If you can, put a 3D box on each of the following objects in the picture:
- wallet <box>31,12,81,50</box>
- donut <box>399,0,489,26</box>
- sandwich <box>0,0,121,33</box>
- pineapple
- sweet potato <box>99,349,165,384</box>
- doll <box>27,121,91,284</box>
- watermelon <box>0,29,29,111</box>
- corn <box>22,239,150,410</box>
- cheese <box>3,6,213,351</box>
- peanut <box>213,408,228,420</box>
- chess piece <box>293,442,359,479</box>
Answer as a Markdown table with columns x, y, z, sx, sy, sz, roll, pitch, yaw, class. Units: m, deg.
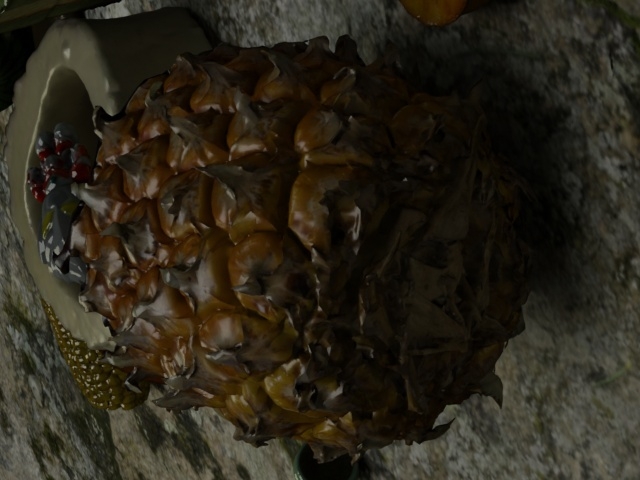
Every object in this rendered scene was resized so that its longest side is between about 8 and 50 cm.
| x | y | z | sx | sy | sz | roll | pitch | yaw | class |
| --- | --- | --- | --- | --- | --- | --- | --- | --- | --- |
| -0.301 | -0.212 | 2.218 | 0.110 | 0.031 | 0.198 | 36 | 139 | 49 | wallet |
| 0.087 | -0.238 | 1.420 | 0.152 | 0.058 | 0.152 | 44 | 146 | 41 | donut |
| -0.244 | -0.325 | 1.800 | 0.155 | 0.227 | 0.198 | -28 | 84 | 64 | sandwich |
| -0.001 | 0.003 | 1.487 | 0.300 | 0.352 | 0.352 | 17 | 125 | 47 | pineapple |
| -0.160 | 0.108 | 2.098 | 0.359 | 0.112 | 0.112 | 13 | 122 | 38 | sweet potato |
| -0.234 | -0.026 | 1.809 | 0.079 | 0.094 | 0.180 | 30 | -142 | -64 | doll |
| -0.436 | -0.228 | 2.345 | 0.187 | 0.140 | 0.141 | 42 | 143 | 50 | watermelon |
| -0.286 | 0.061 | 2.307 | 0.115 | 0.115 | 0.318 | 15 | 122 | 59 | corn |
| -0.187 | -0.064 | 1.930 | 0.292 | 0.153 | 0.332 | 49 | 140 | 37 | cheese |
| -0.045 | 0.079 | 1.833 | 0.130 | 0.130 | 0.290 | 53 | 150 | 30 | peanut |
| 0.003 | 0.246 | 1.945 | 0.067 | 0.067 | 0.103 | 57 | 162 | 22 | chess piece |
